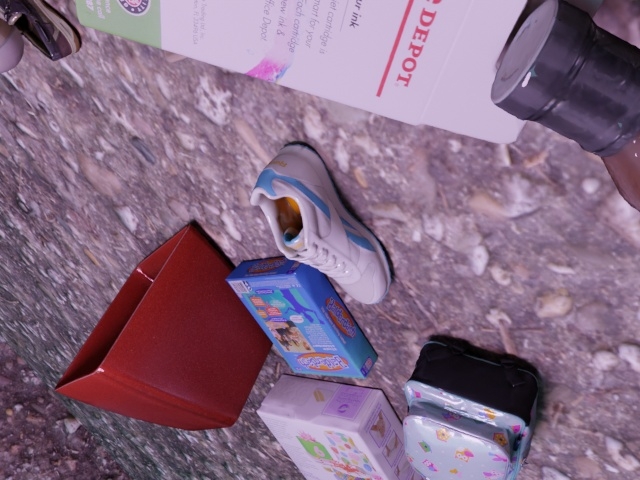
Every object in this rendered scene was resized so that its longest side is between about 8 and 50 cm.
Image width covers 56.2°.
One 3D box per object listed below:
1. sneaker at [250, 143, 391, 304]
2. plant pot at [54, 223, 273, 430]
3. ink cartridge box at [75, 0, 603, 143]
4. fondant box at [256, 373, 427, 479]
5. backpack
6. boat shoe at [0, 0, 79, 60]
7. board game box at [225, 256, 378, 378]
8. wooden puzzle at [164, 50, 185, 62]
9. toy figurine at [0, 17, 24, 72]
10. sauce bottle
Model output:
[{"bbox_3d":[0.000,0.000,0.731,0.087,0.092,0.229,-16,118,46],"label":"sneaker"},{"bbox_3d":[-0.234,0.177,0.995,0.235,0.267,0.267,38,145,-18],"label":"plant pot"},{"bbox_3d":[0.012,-0.218,0.424,0.353,0.119,0.207,17,142,-2],"label":"ink cartridge box"},{"bbox_3d":[0.063,0.401,1.094,0.238,0.096,0.330,-3,127,42],"label":"fondant box"},{"bbox_3d":[0.192,0.248,0.788,0.165,0.144,0.188,11,138,24],"label":"backpack"},{"bbox_3d":[-0.388,-0.295,0.786,0.152,0.049,0.056,38,144,3],"label":"boat shoe"},{"bbox_3d":[-0.028,0.119,0.916,0.160,0.047,0.210,-7,123,44],"label":"board game box"},{"bbox_3d":[-0.132,-0.307,0.569,0.220,0.044,0.239,-1,123,41],"label":"wooden puzzle"},{"bbox_3d":[-0.372,-0.291,0.651,0.209,0.213,0.148,12,152,36],"label":"toy figurine"},{"bbox_3d":[0.273,-0.040,0.381,0.344,0.111,0.111,24,143,-5],"label":"sauce bottle"}]
